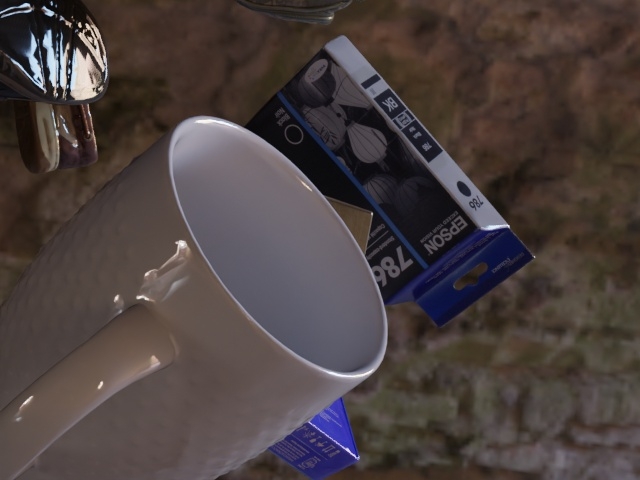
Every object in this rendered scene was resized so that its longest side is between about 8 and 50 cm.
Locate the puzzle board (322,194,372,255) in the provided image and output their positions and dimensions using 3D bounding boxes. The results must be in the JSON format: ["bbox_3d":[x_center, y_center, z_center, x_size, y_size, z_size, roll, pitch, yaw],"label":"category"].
[{"bbox_3d":[0.000,0.000,1.342,0.096,0.128,0.011,18,48,9],"label":"puzzle board"}]

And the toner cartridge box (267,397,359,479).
[{"bbox_3d":[-0.079,0.168,1.685,0.075,0.165,0.348,-30,-42,14],"label":"toner cartridge box"}]

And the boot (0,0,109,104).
[{"bbox_3d":[-0.439,-0.205,1.418,0.284,0.138,0.377,-6,-4,32],"label":"boot"}]

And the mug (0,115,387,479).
[{"bbox_3d":[-0.165,0.104,1.162,0.328,0.276,0.374,-38,-1,24],"label":"mug"}]

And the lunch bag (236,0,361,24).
[{"bbox_3d":[-0.043,-0.384,1.627,0.256,0.213,0.305,-19,24,-13],"label":"lunch bag"}]

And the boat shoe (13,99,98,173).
[{"bbox_3d":[-0.367,-0.268,1.860,0.123,0.342,0.123,-7,5,-27],"label":"boat shoe"}]

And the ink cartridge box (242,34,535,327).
[{"bbox_3d":[0.072,-0.053,1.497,0.165,0.333,0.065,-42,0,34],"label":"ink cartridge box"}]
